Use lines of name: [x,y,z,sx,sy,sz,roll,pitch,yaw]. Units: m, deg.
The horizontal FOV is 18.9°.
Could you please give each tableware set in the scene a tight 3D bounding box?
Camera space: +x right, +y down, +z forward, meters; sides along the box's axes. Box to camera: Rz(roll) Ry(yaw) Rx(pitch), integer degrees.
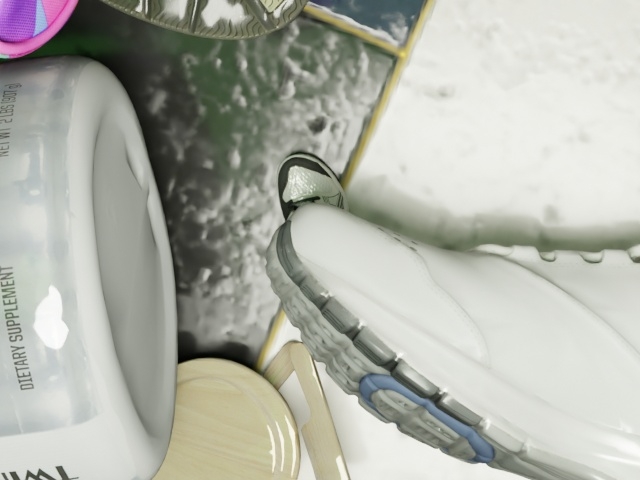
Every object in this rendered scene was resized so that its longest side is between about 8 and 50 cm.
tableware set: [-0.029,0.148,0.912,0.128,0.039,0.194,-17,89,19]

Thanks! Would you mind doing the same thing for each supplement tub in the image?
supplement tub: [-0.232,0.032,0.837,0.316,0.193,0.194,-8,96,6]

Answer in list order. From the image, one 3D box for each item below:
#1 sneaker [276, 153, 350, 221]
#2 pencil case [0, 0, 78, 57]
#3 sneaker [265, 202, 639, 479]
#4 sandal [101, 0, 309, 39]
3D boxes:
sneaker: [0.000,0.000,0.892,0.032,0.037,0.083,-17,93,9]
pencil case: [-0.212,-0.119,0.822,0.236,0.104,0.104,-2,97,35]
sneaker: [0.115,0.052,0.860,0.297,0.111,0.129,27,78,-11]
sandal: [-0.120,-0.194,0.862,0.302,0.086,0.120,31,104,16]
